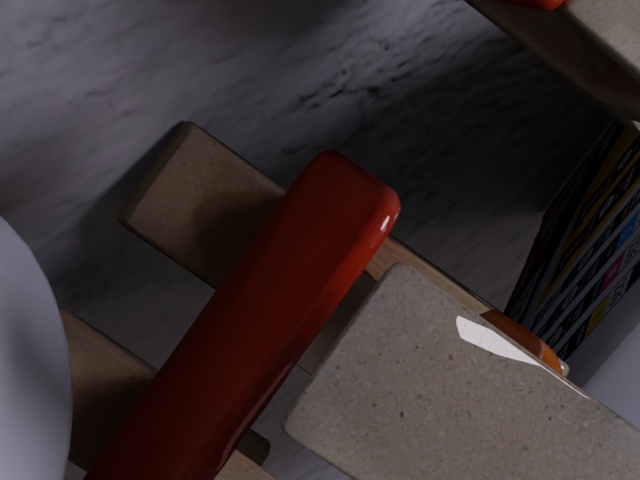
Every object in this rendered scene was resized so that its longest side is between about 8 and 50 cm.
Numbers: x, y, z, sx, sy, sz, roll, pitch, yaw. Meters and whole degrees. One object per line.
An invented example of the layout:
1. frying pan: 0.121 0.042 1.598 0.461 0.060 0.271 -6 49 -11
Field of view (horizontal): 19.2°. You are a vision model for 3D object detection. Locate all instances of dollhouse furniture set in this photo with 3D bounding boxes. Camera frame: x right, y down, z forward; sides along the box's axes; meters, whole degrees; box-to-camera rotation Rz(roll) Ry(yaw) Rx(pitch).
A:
1. dollhouse furniture set: 0.000 0.000 0.495 0.259 0.135 0.262 -54 -163 1

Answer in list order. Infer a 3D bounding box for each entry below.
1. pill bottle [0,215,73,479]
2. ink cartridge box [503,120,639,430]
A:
1. pill bottle: -0.177 0.017 0.352 0.160 0.160 0.283 -41 155 11
2. ink cartridge box: 0.164 0.005 0.637 0.272 0.130 0.309 -56 -179 34
